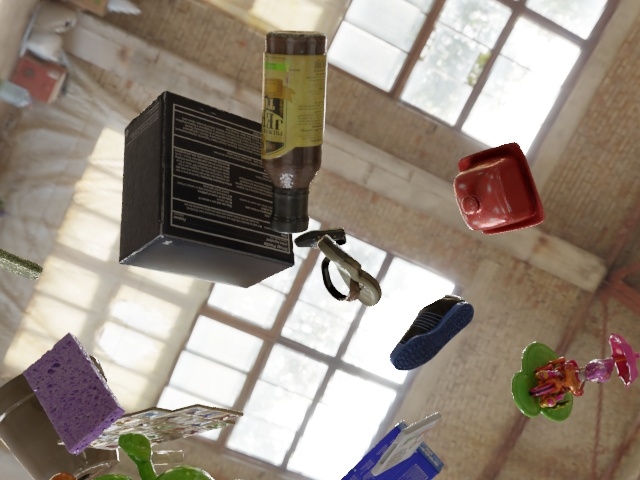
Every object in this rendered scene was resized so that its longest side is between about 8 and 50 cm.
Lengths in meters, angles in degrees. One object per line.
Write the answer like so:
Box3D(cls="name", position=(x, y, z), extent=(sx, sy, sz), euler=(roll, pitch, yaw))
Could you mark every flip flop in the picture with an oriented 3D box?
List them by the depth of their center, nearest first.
Box3D(cls="flip flop", position=(0.043, 0.073, 1.609), extent=(0.080, 0.112, 0.277), euler=(-52, 157, -6))

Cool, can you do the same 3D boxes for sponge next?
Box3D(cls="sponge", position=(-0.457, 0.279, 1.538), extent=(0.117, 0.031, 0.210), euler=(-41, -124, -7))

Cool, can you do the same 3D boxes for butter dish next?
Box3D(cls="butter dish", position=(0.303, -0.079, 1.517), extent=(0.118, 0.160, 0.160), euler=(-25, -173, -38))

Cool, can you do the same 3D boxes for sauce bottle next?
Box3D(cls="sauce bottle", position=(-0.047, -0.184, 1.435), extent=(0.111, 0.111, 0.345), euler=(-120, -150, -73))

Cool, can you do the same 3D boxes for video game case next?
Box3D(cls="video game case", position=(0.197, 0.462, 1.893), extent=(0.157, 0.019, 0.143), euler=(-9, 136, -53))

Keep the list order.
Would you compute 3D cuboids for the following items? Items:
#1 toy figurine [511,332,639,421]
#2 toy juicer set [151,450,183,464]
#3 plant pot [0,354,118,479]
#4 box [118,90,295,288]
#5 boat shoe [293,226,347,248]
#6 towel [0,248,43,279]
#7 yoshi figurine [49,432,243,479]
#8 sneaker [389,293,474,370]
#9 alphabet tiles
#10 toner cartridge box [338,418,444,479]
Box3D(cls="toy figurine", position=(0.396, 0.198, 1.258), extent=(0.159, 0.173, 0.130), euler=(-30, -103, 41))
Box3D(cls="toy juicer set", position=(-0.375, 0.584, 1.806), extent=(0.209, 0.089, 0.329), euler=(65, 18, -52))
Box3D(cls="plant pot", position=(-0.666, 0.499, 2.165), extent=(0.280, 0.323, 0.323), euler=(56, -45, 21))
Box3D(cls="box", position=(-0.220, -0.086, 1.615), extent=(0.182, 0.296, 0.294), euler=(-28, -124, 45))
Box3D(cls="boat shoe", position=(0.000, -0.001, 2.060), extent=(0.049, 0.132, 0.042), euler=(100, -21, -58))
Box3D(cls="towel", position=(-0.755, 0.054, 2.037), extent=(0.110, 0.148, 0.027), euler=(-26, -138, 60))
Box3D(cls="yoshi figurine", position=(-0.279, 0.414, 1.284), extent=(0.203, 0.362, 0.204), euler=(-37, 113, -71))
Box3D(cls="sneaker", position=(0.238, 0.206, 1.888), extent=(0.232, 0.081, 0.090), euler=(-34, -151, -15))
Box3D(cls="alphabet tiles", position=(-0.344, 0.382, 1.692), extent=(0.342, 0.285, 0.011), euler=(-18, -113, 21))
Box3D(cls="toner cartridge box", position=(0.150, 0.658, 2.226), extent=(0.348, 0.165, 0.075), euler=(-46, 168, 14))
